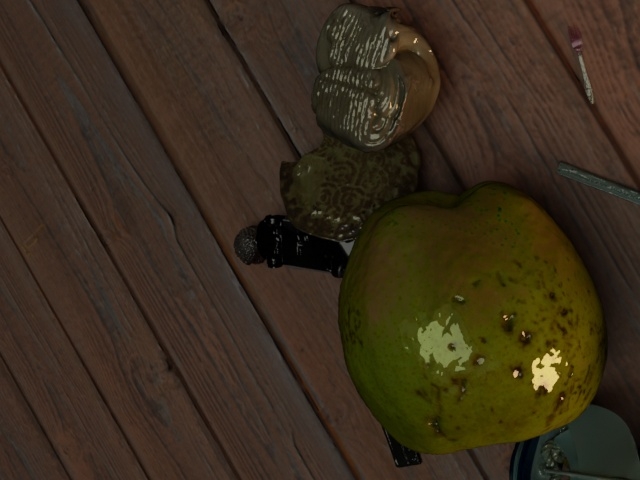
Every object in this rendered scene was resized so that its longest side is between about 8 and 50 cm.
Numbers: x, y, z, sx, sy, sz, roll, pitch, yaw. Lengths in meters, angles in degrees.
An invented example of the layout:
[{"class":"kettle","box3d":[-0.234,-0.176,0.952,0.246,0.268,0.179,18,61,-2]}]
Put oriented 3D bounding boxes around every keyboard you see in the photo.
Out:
[{"class":"keyboard","box3d":[0.126,0.315,1.526,0.053,0.010,0.155,-17,95,32]}]

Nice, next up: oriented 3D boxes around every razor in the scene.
[{"class":"razor","box3d":[0.430,-0.065,1.252,0.211,0.036,0.084,27,107,26]}]

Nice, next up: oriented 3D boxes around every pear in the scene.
[{"class":"pear","box3d":[0.195,0.099,1.238,0.391,0.391,0.390,8,107,26]}]

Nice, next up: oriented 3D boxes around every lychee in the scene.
[{"class":"lychee","box3d":[-0.113,0.007,1.539,0.083,0.067,0.068,13,117,37]}]

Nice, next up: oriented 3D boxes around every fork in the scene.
[{"class":"fork","box3d":[0.366,-0.246,1.248,0.016,0.012,0.115,-13,102,34]}]

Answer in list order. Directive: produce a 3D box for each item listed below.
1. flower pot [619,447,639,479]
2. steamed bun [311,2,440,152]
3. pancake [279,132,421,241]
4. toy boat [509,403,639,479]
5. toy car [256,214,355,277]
[{"class":"flower pot","box3d":[0.521,0.426,1.225,0.302,0.213,0.301,8,108,27]},{"class":"steamed bun","box3d":[0.093,-0.238,1.324,0.218,0.144,0.211,26,107,52]},{"class":"pancake","box3d":[0.045,-0.102,1.381,0.235,0.029,0.212,-40,67,-2]},{"class":"toy boat","box3d":[0.367,0.298,1.252,0.067,0.220,0.291,24,162,-12]},{"class":"toy car","box3d":[0.000,0.000,1.458,0.210,0.108,0.089,7,109,31]}]
